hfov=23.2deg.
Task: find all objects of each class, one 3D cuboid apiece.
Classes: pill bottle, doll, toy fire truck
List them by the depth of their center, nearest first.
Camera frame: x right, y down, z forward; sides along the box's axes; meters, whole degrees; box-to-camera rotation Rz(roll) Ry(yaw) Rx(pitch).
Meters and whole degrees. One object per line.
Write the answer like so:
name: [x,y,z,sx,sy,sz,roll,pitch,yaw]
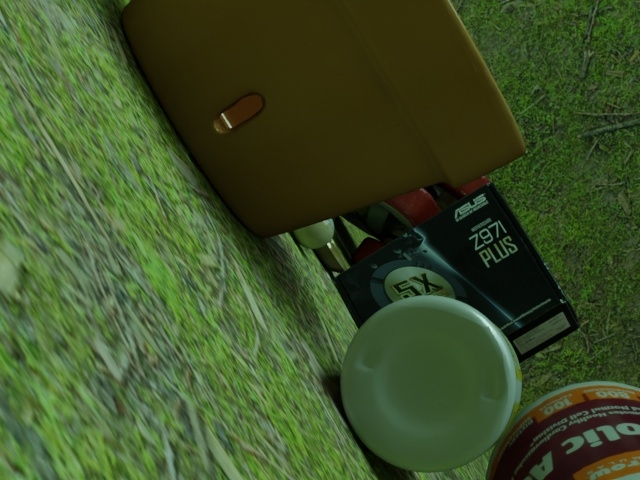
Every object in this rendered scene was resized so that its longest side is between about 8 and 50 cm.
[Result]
pill bottle: [0.085,0.104,1.123,0.119,0.119,0.208,60,5,10]
pill bottle: [0.272,0.277,1.341,0.224,0.224,0.392,58,4,-10]
doll: [-0.005,-0.071,1.425,0.129,0.046,0.189,67,22,-48]
toy fire truck: [0.079,-0.036,1.879,0.254,0.169,0.302,32,-6,26]

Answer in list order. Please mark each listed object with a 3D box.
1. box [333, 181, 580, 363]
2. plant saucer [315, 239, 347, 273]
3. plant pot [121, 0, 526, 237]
box: [0.129,0.058,1.473,0.147,0.180,0.077,62,6,30]
plant saucer: [0.000,0.000,1.510,0.083,0.015,0.083,58,5,-9]
plant pot: [-0.009,-0.137,1.146,0.291,0.203,0.291,58,6,-9]
